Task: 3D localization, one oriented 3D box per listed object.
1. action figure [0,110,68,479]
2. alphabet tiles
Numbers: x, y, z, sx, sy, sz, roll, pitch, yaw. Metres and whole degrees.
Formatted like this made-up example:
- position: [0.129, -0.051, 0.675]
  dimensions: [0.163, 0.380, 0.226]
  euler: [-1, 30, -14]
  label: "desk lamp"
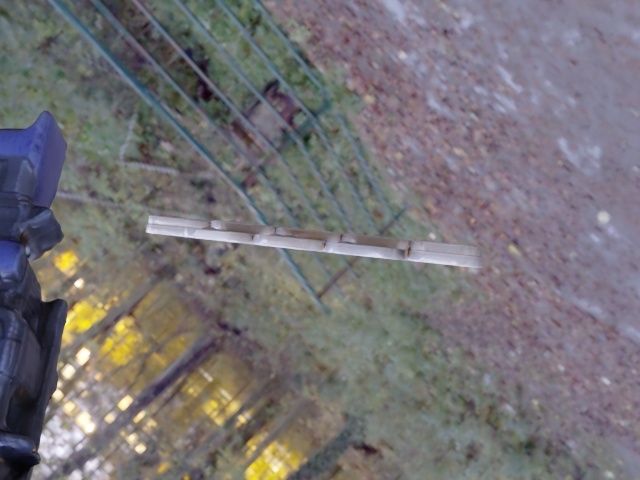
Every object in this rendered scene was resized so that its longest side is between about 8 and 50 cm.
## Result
- position: [-0.171, 0.127, 0.385]
  dimensions: [0.330, 0.341, 0.178]
  euler: [3, 149, 17]
  label: "action figure"
- position: [0.000, 0.000, 0.850]
  dimensions: [0.284, 0.021, 0.278]
  euler: [6, 179, 12]
  label: "alphabet tiles"
